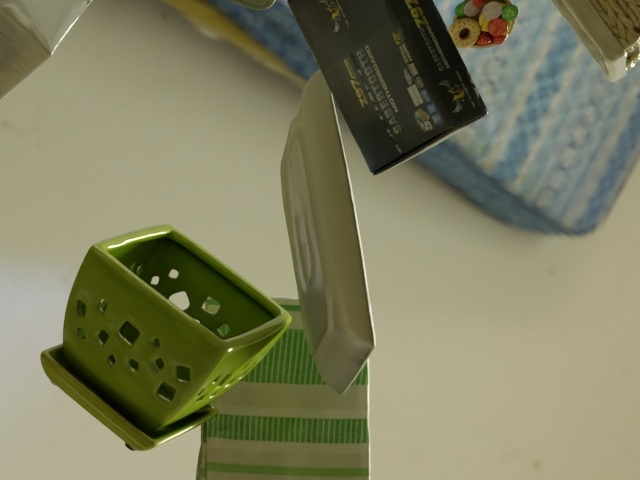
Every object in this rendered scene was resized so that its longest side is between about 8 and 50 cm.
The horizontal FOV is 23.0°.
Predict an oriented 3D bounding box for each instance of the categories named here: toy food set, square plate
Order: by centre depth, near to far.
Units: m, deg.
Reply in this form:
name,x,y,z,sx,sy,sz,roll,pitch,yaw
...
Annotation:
name,x,y,z,sx,sy,sz,roll,pitch,yaw
square plate,0.000,0.000,1.949,0.347,0.049,0.344,112,-31,-74
toy food set,0.203,-0.273,1.954,0.020,0.083,0.082,-102,-155,-53

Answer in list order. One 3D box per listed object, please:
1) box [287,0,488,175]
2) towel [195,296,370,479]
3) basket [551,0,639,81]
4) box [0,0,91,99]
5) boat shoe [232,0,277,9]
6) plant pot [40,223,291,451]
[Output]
name,x,y,z,sx,sy,sz,roll,pitch,yaw
box,0.069,-0.205,1.732,0.059,0.232,0.183,-25,179,-29
towel,-0.052,0.240,2.222,0.038,0.248,0.324,111,-20,-78
basket,0.291,-0.263,1.611,0.103,0.167,0.113,-36,169,7
box,-0.376,-0.253,1.915,0.170,0.091,0.130,-31,-156,42
boat shoe,-0.158,-0.418,2.371,0.081,0.228,0.068,-66,172,31
plant pot,-0.209,0.133,2.031,0.207,0.227,0.228,-57,166,17
